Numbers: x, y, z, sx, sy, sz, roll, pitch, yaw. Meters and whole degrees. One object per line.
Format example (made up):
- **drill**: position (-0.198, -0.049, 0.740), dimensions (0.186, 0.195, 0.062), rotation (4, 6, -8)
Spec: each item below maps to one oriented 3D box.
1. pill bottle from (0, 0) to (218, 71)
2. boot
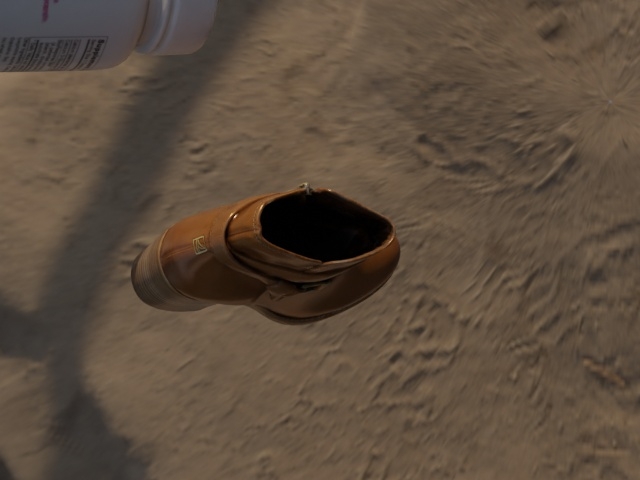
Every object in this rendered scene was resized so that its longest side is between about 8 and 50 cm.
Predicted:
- **pill bottle**: position (-0.239, -0.222, 1.312), dimensions (0.283, 0.160, 0.160), rotation (-5, 95, -28)
- **boot**: position (0.000, 0.000, 1.348), dimensions (0.220, 0.283, 0.109), rotation (-23, 69, 54)
